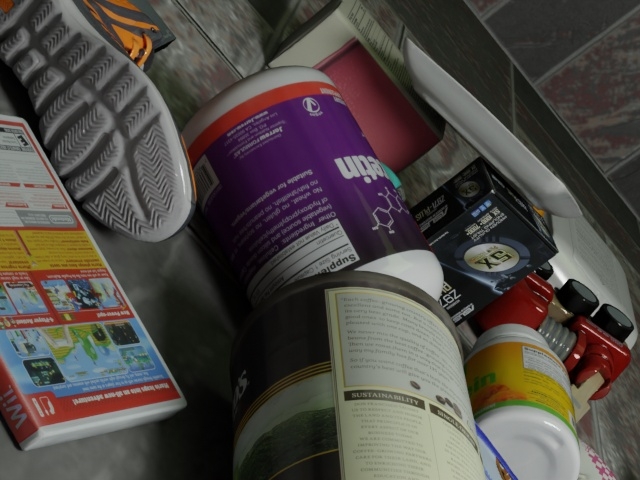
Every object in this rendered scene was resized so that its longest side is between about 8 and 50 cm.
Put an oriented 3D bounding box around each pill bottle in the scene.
[{"bbox_3d":[0.225,0.196,1.630,0.136,0.136,0.245,48,20,-15],"label":"pill bottle"},{"bbox_3d":[0.000,0.000,1.375,0.323,0.181,0.181,61,20,19],"label":"pill bottle"}]

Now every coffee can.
[{"bbox_3d":[0.030,0.183,1.101,0.201,0.201,0.275,43,22,-27],"label":"coffee can"}]

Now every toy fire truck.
[{"bbox_3d":[0.302,0.156,1.892,0.217,0.158,0.246,36,21,-4],"label":"toy fire truck"}]

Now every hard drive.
[{"bbox_3d":[-0.221,-0.264,1.555,0.135,0.022,0.094,52,19,-6],"label":"hard drive"}]

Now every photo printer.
[{"bbox_3d":[0.423,0.058,2.366,0.256,0.107,0.307,48,21,-15],"label":"photo printer"}]

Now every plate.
[{"bbox_3d":[0.219,-0.131,1.825,0.278,0.045,0.277,45,6,15],"label":"plate"}]

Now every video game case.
[{"bbox_3d":[-0.225,0.019,1.061,0.285,0.025,0.204,58,19,13],"label":"video game case"}]

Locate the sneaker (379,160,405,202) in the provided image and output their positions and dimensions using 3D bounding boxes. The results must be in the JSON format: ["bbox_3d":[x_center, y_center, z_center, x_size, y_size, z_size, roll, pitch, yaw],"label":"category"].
[{"bbox_3d":[0.042,0.006,1.570,0.178,0.124,0.295,-2,65,-65],"label":"sneaker"}]

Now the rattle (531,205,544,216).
[{"bbox_3d":[0.319,0.068,2.074,0.130,0.143,0.199,55,7,-46],"label":"rattle"}]

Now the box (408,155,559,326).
[{"bbox_3d":[0.184,0.006,1.792,0.147,0.180,0.077,41,21,-34],"label":"box"}]

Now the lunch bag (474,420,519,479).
[{"bbox_3d":[0.154,0.288,1.321,0.303,0.115,0.243,54,19,-17],"label":"lunch bag"}]

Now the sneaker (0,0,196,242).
[{"bbox_3d":[-0.183,-0.142,1.280,0.321,0.125,0.180,58,21,12],"label":"sneaker"}]

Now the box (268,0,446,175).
[{"bbox_3d":[0.056,-0.211,1.946,0.232,0.127,0.148,49,20,-11],"label":"box"}]

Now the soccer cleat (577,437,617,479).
[{"bbox_3d":[0.289,0.324,1.569,0.331,0.116,0.143,-102,165,-46],"label":"soccer cleat"}]
